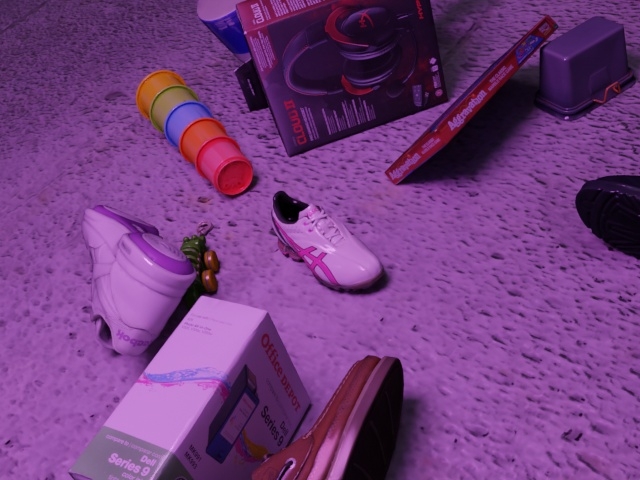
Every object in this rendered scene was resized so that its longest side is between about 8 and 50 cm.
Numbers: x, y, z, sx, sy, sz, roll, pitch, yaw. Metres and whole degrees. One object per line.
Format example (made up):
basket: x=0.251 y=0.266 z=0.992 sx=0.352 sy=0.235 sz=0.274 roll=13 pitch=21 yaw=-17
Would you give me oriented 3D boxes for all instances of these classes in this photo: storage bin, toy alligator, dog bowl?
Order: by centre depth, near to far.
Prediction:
toy alligator: x=-0.169 y=0.020 z=1.026 sx=0.056 sy=0.051 sz=0.190 roll=-13 pitch=40 yaw=8
storage bin: x=0.367 y=-0.241 z=1.070 sx=0.135 sy=0.091 sz=0.098 roll=-31 pitch=41 yaw=-12
dog bowl: x=-0.073 y=-0.420 z=1.253 sx=0.264 sy=0.104 sz=0.265 roll=-30 pitch=39 yaw=27

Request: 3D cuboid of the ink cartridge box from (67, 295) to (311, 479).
ink cartridge box: x=-0.112 y=0.183 z=0.739 sx=0.093 sy=0.154 sz=0.212 roll=8 pitch=47 yaw=29

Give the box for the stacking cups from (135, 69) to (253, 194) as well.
stacking cups: x=-0.199 y=-0.177 z=1.223 sx=0.096 sy=0.096 sz=0.316 roll=-31 pitch=41 yaw=-13

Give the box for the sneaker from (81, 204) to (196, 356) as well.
sneaker: x=-0.260 y=0.045 z=0.983 sx=0.152 sy=0.114 sz=0.305 roll=-65 pitch=28 yaw=3

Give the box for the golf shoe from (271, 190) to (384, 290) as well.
golf shoe: x=0.000 y=0.000 z=0.954 sx=0.067 sy=0.086 sz=0.186 roll=-40 pitch=45 yaw=-24

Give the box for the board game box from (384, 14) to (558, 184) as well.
board game box: x=0.207 y=-0.193 z=1.062 sx=0.281 sy=0.027 sz=0.145 roll=-45 pitch=2 yaw=-27

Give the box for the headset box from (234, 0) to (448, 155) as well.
headset box: x=0.021 y=-0.272 z=1.147 sx=0.293 sy=0.218 sz=0.110 roll=-19 pitch=40 yaw=0

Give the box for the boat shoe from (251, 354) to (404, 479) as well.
boat shoe: x=-0.015 y=0.223 z=0.690 sx=0.104 sy=0.111 sz=0.307 roll=7 pitch=47 yaw=27

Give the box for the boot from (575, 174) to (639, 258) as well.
boot: x=0.432 y=-0.064 z=0.839 sx=0.246 sy=0.094 sz=0.207 roll=21 pitch=58 yaw=30
